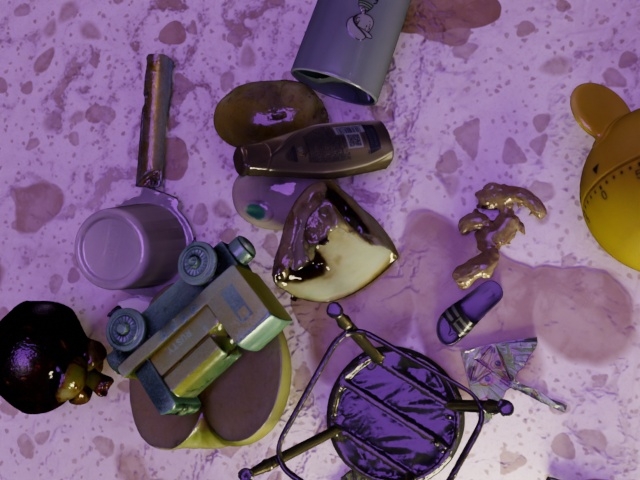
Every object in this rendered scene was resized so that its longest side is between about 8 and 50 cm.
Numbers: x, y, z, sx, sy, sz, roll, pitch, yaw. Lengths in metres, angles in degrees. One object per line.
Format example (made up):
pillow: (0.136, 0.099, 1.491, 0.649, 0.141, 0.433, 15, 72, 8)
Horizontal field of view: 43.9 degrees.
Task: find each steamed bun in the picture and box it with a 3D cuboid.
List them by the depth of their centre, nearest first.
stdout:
steamed bun: (-0.094, -0.115, 1.805, 0.228, 0.130, 0.177, -6, 84, 10)

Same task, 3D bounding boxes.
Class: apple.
apple: (-0.235, 0.264, 1.722, 0.319, 0.311, 0.361, 5, 69, -21)

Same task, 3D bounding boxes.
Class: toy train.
toy train: (-0.258, 0.177, 1.628, 0.397, 0.160, 0.253, -42, 68, 7)

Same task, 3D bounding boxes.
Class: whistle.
whistle: (-0.404, -0.288, 1.926, 0.067, 0.057, 0.327, 3, 86, 13)

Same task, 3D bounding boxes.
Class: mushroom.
mushroom: (-0.004, 0.005, 1.709, 0.217, 0.292, 0.212, -37, 68, 17)

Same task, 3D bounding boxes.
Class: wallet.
wallet: (-0.412, 0.211, 1.853, 0.095, 0.033, 0.190, -1, 115, 10)

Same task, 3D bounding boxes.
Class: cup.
cup: (0.077, -0.478, 1.762, 0.205, 0.205, 0.312, 19, 88, 13)

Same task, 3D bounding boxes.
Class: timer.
timer: (0.672, -0.133, 1.552, 0.375, 0.376, 0.387, -13, 60, 11)

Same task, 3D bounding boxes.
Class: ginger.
ginger: (0.361, -0.016, 1.734, 0.149, 0.065, 0.259, 43, 101, 25)

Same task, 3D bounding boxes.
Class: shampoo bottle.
shampoo bottle: (-0.014, -0.191, 1.726, 0.349, 0.084, 0.126, -10, 68, -23)

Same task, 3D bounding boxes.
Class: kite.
kite: (0.412, 0.308, 1.714, 0.250, 0.012, 0.229, 29, 95, 13)

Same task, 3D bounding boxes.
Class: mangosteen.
mangosteen: (-0.620, 0.281, 1.815, 0.233, 0.288, 0.287, -41, 77, -18)

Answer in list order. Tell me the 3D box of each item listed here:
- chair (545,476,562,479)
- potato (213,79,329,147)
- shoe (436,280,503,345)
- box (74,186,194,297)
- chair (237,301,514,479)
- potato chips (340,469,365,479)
chair: (0.571, 0.592, 1.588, 0.270, 0.136, 0.147, 17, 90, 15)
potato: (-0.125, -0.269, 1.802, 0.271, 0.111, 0.160, 1, 121, 15)
shoe: (0.321, 0.155, 1.729, 0.179, 0.049, 0.071, -42, 77, 6)
box: (-0.459, 0.020, 1.824, 0.291, 0.206, 0.263, -22, 86, 11)
chair: (0.130, 0.367, 1.566, 0.364, 0.410, 0.362, 29, 91, 13)
potato chips: (0.093, 0.610, 1.749, 0.091, 0.028, 0.208, -21, 79, 11)
